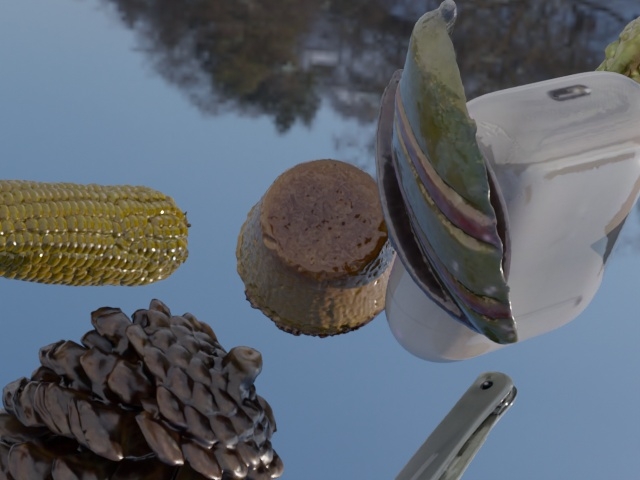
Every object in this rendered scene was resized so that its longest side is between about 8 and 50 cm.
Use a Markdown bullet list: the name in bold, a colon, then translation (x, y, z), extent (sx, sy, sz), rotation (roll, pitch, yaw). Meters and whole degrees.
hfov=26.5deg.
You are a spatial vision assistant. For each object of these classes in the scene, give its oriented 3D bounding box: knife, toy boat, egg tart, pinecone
- **knife**: translation (0.140, 0.241, 1.503), extent (0.073, 0.041, 0.265), rotation (-8, -149, 48)
- **toy boat**: translation (0.110, -0.037, 1.187), extent (0.111, 0.276, 0.293), rotation (-17, 176, 1)
- **egg tart**: translation (0.000, 0.000, 1.637), extent (0.215, 0.215, 0.171), rotation (5, 160, 1)
- **pinecone**: translation (-0.154, 0.171, 1.070), extent (0.272, 0.224, 0.224), rotation (-34, -168, 10)

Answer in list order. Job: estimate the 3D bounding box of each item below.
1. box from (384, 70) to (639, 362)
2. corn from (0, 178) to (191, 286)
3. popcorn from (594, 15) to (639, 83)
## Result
- **box**: translation (0.222, -0.023, 1.513), extent (0.288, 0.349, 0.141), rotation (-16, -132, -32)
- **corn**: translation (-0.216, -0.006, 1.143), extent (0.260, 0.091, 0.091), rotation (1, -137, -50)
- **popcorn**: translation (0.481, -0.182, 1.814), extent (0.282, 0.247, 0.282), rotation (31, -163, -10)
